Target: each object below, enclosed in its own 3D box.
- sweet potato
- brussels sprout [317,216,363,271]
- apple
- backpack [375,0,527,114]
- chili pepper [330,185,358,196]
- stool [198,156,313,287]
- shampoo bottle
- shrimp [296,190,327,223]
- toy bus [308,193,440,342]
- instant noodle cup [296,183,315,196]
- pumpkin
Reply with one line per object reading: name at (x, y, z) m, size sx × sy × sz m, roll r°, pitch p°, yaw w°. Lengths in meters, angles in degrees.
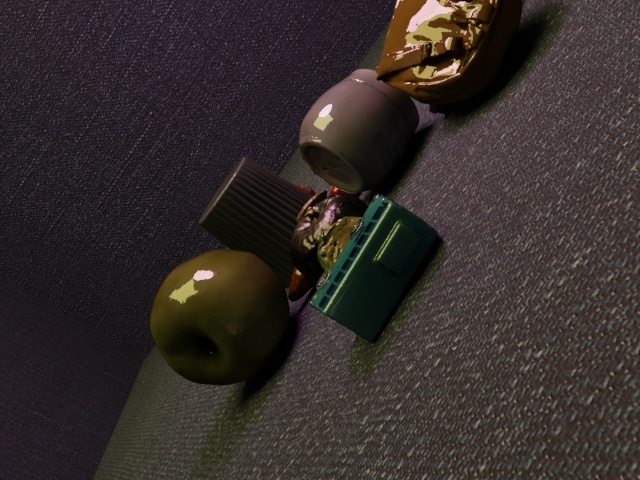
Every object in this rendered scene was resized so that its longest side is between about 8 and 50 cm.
sweet potato at (0.003, -0.005, 1.857) m, size 0.359 × 0.112 × 0.112 m, roll -58°, pitch 12°, yaw -23°
brussels sprout at (0.075, 0.025, 1.474) m, size 0.122 × 0.152 × 0.149 m, roll 36°, pitch -120°, yaw -74°
apple at (-0.249, 0.184, 1.787) m, size 0.357 × 0.357 × 0.357 m, roll -52°, pitch 13°, yaw 17°
backpack at (0.296, -0.463, 1.599) m, size 0.378 × 0.201 × 0.353 m, roll 44°, pitch 120°, yaw 55°
chili pepper at (0.107, -0.209, 2.092) m, size 0.137 × 0.092 × 0.368 m, roll 95°, pitch -159°, yaw -53°
stool at (-0.169, -0.061, 2.133) m, size 0.297 × 0.330 × 0.297 m, roll -53°, pitch 13°, yaw 17°
shampoo bottle at (0.100, -0.284, 1.826) m, size 0.266 × 0.273 × 0.273 m, roll -53°, pitch 11°, yaw -19°
shrimp at (-0.009, -0.091, 1.934) m, size 0.115 × 0.051 × 0.217 m, roll -46°, pitch -8°, yaw 13°
toy bus at (0.102, 0.048, 1.299) m, size 0.256 × 0.128 × 0.147 m, roll -58°, pitch 14°, yaw -2°
instant noodle cup at (-0.081, -0.133, 2.507) m, size 0.127 × 0.127 × 0.135 m, roll -46°, pitch 8°, yaw 39°
pumpkin at (0.021, -0.011, 1.682) m, size 0.238 × 0.159 × 0.238 m, roll -50°, pitch 9°, yaw 11°
